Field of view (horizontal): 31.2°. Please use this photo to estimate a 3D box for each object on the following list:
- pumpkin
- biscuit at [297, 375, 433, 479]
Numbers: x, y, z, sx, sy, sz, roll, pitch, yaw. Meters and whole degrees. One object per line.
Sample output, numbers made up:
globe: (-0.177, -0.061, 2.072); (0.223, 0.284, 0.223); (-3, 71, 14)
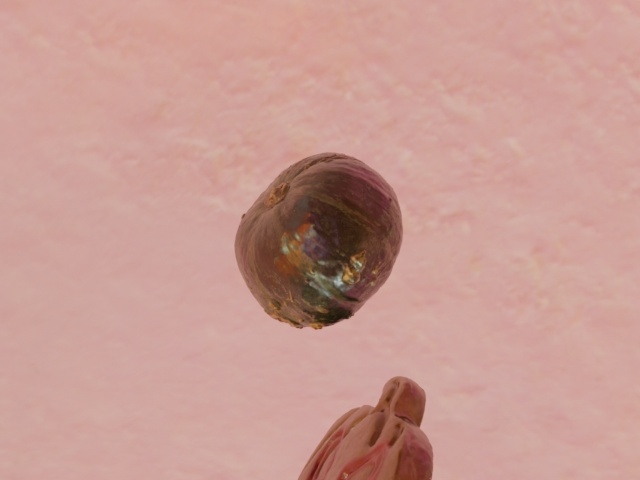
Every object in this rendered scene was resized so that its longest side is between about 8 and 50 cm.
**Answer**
pumpkin: (-0.001, -0.001, 1.152); (0.146, 0.190, 0.190); (42, 67, -8)
biscuit: (0.023, 0.289, 1.259); (0.063, 0.367, 0.314); (29, 82, -9)
